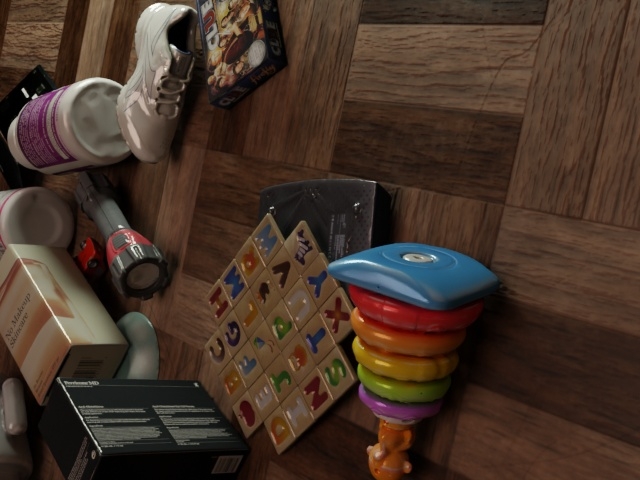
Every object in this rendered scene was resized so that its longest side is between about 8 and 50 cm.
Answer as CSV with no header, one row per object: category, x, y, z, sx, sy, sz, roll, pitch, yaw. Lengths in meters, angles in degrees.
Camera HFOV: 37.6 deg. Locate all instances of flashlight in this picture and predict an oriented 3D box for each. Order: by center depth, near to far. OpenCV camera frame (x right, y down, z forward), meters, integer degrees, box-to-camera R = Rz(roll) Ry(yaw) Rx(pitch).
flashlight,-0.375,-0.012,1.752,0.304,0.103,0.103,49,123,46

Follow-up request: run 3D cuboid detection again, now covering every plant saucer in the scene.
plant saucer,-0.365,0.228,1.737,0.195,0.037,0.195,-9,77,47

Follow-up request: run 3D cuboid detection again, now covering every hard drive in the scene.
hard drive,0.000,0.000,1.352,0.255,0.054,0.172,0,83,49

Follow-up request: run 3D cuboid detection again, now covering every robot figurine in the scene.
robot figurine,-0.728,0.414,1.989,0.300,0.200,0.353,-36,56,15

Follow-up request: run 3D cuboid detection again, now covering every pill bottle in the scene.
pill bottle,-0.500,-0.218,1.865,0.301,0.169,0.169,-4,80,47
pill bottle,-0.664,-0.028,2.023,0.283,0.160,0.160,-2,82,48

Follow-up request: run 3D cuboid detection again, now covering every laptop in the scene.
laptop,-0.663,-0.231,2.169,0.264,0.136,0.234,-45,49,2

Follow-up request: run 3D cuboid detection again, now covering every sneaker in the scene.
sneaker,-0.283,-0.284,1.671,0.129,0.111,0.297,4,88,54

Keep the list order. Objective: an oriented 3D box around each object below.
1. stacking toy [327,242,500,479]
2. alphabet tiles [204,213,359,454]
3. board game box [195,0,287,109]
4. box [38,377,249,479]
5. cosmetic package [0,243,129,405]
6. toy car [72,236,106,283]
stacking toy,0.103,0.163,1.157,0.175,0.166,0.301,16,108,35
alphabet tiles,-0.068,0.140,1.382,0.342,0.011,0.285,-51,58,41
board game box,-0.139,-0.365,1.580,0.165,0.042,0.243,-30,62,42
box,-0.272,0.304,1.448,0.184,0.261,0.103,46,117,43
cosmetic package,-0.499,0.153,1.753,0.296,0.129,0.153,46,116,37
toy car,-0.508,0.100,1.908,0.225,0.053,0.239,15,94,49
